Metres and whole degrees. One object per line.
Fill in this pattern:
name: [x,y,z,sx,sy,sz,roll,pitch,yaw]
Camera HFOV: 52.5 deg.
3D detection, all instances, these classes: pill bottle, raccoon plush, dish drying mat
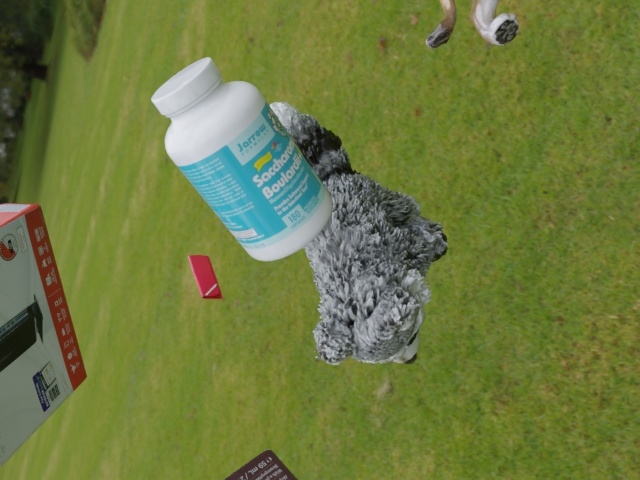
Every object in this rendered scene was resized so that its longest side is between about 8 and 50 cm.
pill bottle: [-0.106,-0.108,0.868,0.146,0.264,0.146,-27,30,17]
raccoon plush: [0.000,0.000,0.990,0.216,0.446,0.299,-52,-5,23]
dish drying mat: [-0.163,0.050,0.919,0.083,0.032,0.008,63,140,40]

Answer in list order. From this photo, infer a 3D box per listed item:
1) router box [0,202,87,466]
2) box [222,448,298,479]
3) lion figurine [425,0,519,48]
router box: [-0.501,0.153,0.966,0.301,0.082,0.335,-59,-32,-61]
box: [-0.097,0.501,1.080,0.203,0.169,0.167,41,133,24]
lion figurine: [0.210,-0.395,0.678,0.392,0.142,0.240,-43,43,16]
